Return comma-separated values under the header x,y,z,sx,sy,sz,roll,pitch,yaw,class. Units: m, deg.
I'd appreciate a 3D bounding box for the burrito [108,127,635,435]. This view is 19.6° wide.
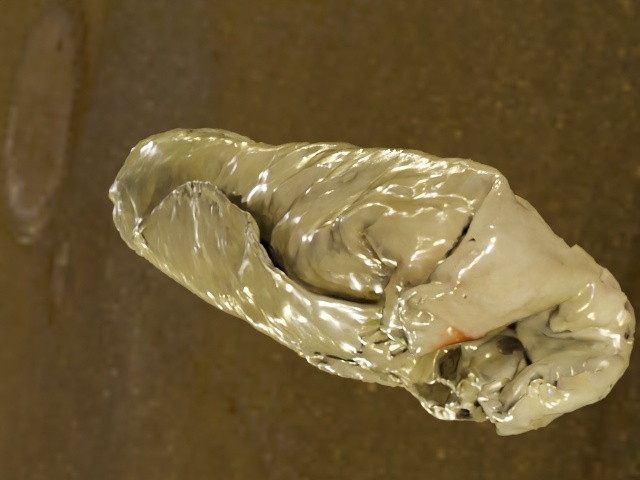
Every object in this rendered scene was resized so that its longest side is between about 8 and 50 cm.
x,y,z,sx,sy,sz,roll,pitch,yaw,class
-0.001,0.001,0.394,0.045,0.058,0.188,-53,23,-7,burrito
